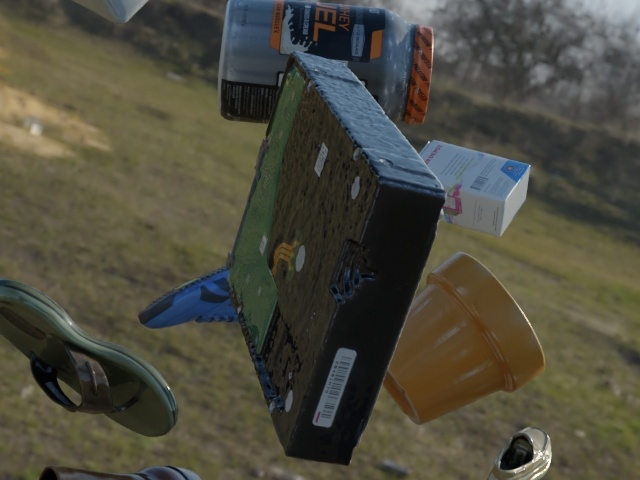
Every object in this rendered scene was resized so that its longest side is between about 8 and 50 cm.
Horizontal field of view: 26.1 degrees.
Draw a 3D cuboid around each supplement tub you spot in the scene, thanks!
[{"bbox_3d":[0.007,-0.266,2.110,0.316,0.194,0.193,5,7,-2],"label":"supplement tub"}]

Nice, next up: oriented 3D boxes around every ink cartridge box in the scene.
[{"bbox_3d":[0.164,-0.061,1.565,0.122,0.052,0.088,18,38,20],"label":"ink cartridge box"}]

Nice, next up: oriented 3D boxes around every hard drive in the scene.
[{"bbox_3d":[0.000,0.000,1.154,0.064,0.237,0.339,12,19,-18],"label":"hard drive"}]

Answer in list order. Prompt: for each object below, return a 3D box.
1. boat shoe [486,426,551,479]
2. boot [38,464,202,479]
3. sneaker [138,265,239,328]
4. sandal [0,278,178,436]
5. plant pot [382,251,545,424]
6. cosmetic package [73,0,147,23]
[{"bbox_3d":[0.280,0.297,1.911,0.068,0.072,0.190,14,25,18],"label":"boat shoe"},{"bbox_3d":[-0.181,0.371,1.659,0.264,0.096,0.280,56,17,23],"label":"boot"},{"bbox_3d":[-0.102,0.068,1.570,0.209,0.082,0.069,-23,6,-23],"label":"sneaker"},{"bbox_3d":[-0.314,0.164,1.724,0.303,0.120,0.086,37,44,-20],"label":"sandal"},{"bbox_3d":[0.175,0.152,1.918,0.205,0.188,0.205,53,-11,14],"label":"plant pot"},{"bbox_3d":[-0.207,-0.471,1.206,0.329,0.394,0.327,30,-19,36],"label":"cosmetic package"}]
